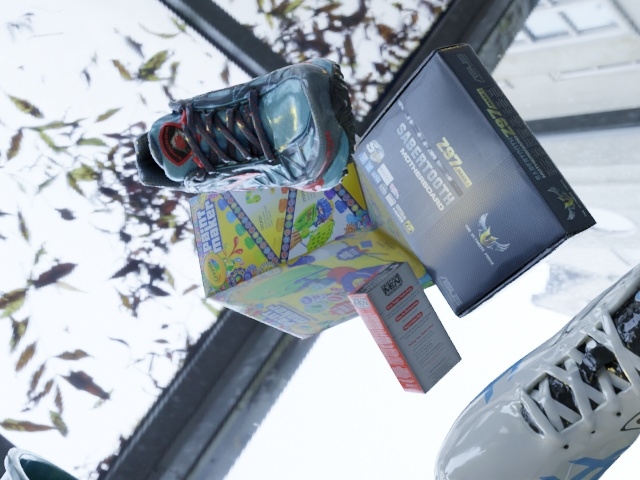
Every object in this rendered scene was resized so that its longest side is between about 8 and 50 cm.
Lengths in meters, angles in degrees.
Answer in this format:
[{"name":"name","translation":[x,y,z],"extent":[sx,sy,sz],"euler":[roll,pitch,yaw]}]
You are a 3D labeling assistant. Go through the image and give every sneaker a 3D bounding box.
[{"name":"sneaker","translation":[0.154,0.063,0.437],"extent":[0.237,0.085,0.086],"euler":[-36,-40,4]},{"name":"sneaker","translation":[-0.073,-0.076,0.689],"extent":[0.125,0.262,0.104],"euler":[-13,-90,-33]}]

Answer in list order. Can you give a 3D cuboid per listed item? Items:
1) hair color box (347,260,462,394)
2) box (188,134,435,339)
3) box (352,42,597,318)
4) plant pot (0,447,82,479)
[{"name":"hair color box","translation":[0.100,0.102,0.976],"extent":[0.072,0.043,0.141],"euler":[-36,-76,-28]},{"name":"box","translation":[0.000,0.000,1.311],"extent":[0.290,0.279,0.176],"euler":[32,-141,-55]},{"name":"box","translation":[0.150,-0.059,0.880],"extent":[0.059,0.183,0.232],"euler":[-20,-107,-40]},{"name":"plant pot","translation":[-0.270,0.435,0.780],"extent":[0.334,0.341,0.341],"euler":[-51,-58,-15]}]
